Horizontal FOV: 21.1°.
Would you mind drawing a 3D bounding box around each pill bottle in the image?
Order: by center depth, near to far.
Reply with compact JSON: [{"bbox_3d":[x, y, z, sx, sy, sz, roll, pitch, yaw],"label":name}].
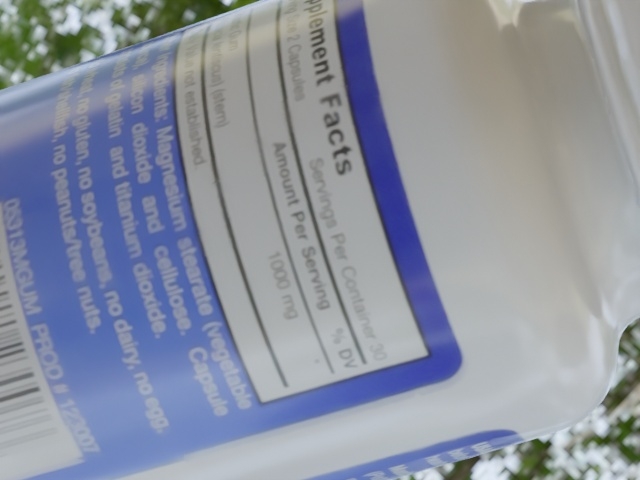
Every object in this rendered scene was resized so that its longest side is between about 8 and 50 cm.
[{"bbox_3d":[0.000,0.000,0.524,0.152,0.272,0.152,-17,-90,-79],"label":"pill bottle"}]
